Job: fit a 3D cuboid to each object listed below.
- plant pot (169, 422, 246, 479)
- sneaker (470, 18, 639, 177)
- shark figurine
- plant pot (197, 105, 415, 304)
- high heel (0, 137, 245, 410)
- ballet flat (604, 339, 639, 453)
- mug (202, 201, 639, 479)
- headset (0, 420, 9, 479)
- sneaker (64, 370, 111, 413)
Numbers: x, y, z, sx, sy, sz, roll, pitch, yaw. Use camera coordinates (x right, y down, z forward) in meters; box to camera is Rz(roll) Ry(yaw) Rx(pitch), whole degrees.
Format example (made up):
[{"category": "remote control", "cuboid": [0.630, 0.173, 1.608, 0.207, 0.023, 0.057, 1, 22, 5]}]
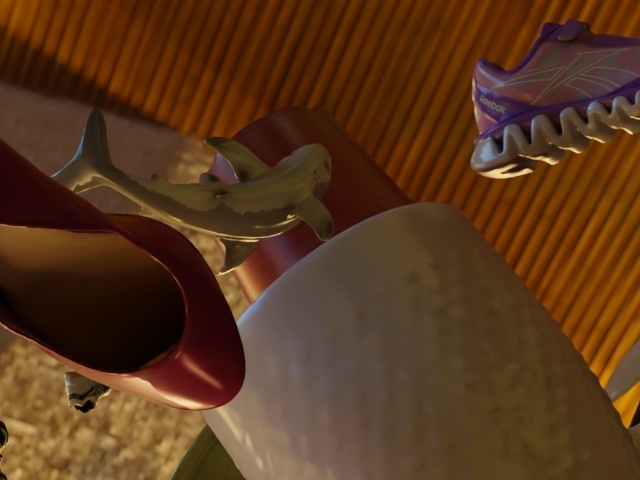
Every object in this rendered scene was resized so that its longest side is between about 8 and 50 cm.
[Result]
[{"category": "plant pot", "cuboid": [0.003, 0.295, 1.614, 0.254, 0.276, 0.276, 28, -152, 16]}, {"category": "sneaker", "cuboid": [0.217, -0.130, 1.358, 0.095, 0.236, 0.105, 11, -118, -68]}, {"category": "shark figurine", "cuboid": [-0.103, -0.021, 1.582, 0.278, 0.116, 0.166, 1, -139, -27]}, {"category": "plant pot", "cuboid": [0.000, 0.000, 2.057, 0.272, 0.272, 0.265, -8, -128, -44]}, {"category": "high heel", "cuboid": [-0.157, 0.042, 1.090, 0.377, 0.127, 0.181, 40, -166, -38]}, {"category": "ballet flat", "cuboid": [0.294, 0.187, 1.569, 0.124, 0.342, 0.116, 18, -172, -21]}, {"category": "mug", "cuboid": [0.122, 0.193, 1.419, 0.328, 0.276, 0.374, 51, -174, 25]}, {"category": "headset", "cuboid": [-0.414, 0.310, 1.491, 0.243, 0.185, 0.394, 36, -130, 18]}, {"category": "sneaker", "cuboid": [-0.217, 0.143, 1.620, 0.031, 0.037, 0.083, -5, 169, 14]}]
